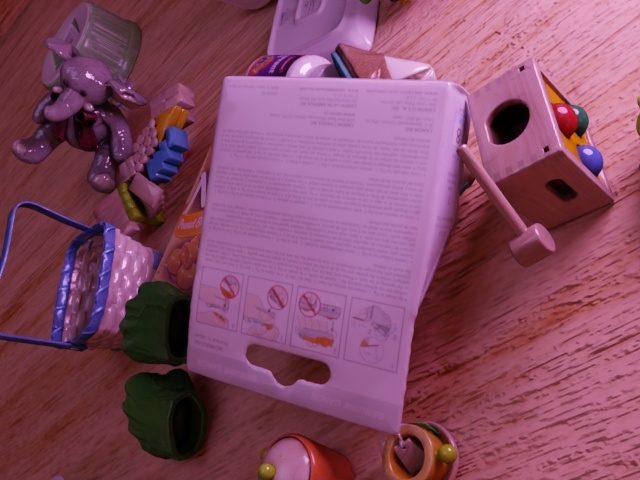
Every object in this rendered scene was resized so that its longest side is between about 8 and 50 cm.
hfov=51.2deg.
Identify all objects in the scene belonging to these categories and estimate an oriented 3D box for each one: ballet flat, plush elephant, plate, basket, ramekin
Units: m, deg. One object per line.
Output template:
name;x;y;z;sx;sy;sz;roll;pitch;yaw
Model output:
ballet flat;0.117;-0.173;0.912;0.124;0.116;0.342;-26;49;9
plush elephant;-0.555;-0.315;1.562;0.330;0.272;0.255;-59;-7;-19
plate;-0.005;-0.424;1.218;0.278;0.045;0.277;-11;63;44
basket;-0.446;0.086;1.222;0.201;0.289;0.255;-21;54;39
ramekin;-0.656;-0.520;1.886;0.303;0.148;0.303;-24;53;37

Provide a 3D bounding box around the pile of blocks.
pile of blocks;-0.324;-0.136;1.367;0.149;0.112;0.362;37;103;31

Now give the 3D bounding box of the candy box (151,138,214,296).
candy box;-0.154;-0.036;1.132;0.183;0.087;0.316;17;83;48

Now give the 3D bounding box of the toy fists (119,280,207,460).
toy fists;-0.248;0.202;1.050;0.142;0.096;0.279;2;96;40

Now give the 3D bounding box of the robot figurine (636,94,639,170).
robot figurine;0.352;-0.101;0.641;0.101;0.067;0.115;-33;48;20

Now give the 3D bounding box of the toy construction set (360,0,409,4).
toy construction set;0.113;-0.516;1.034;0.237;0.257;0.309;-43;22;41

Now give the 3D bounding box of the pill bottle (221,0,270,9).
pill bottle;-0.137;-0.654;1.388;0.169;0.169;0.302;2;71;48

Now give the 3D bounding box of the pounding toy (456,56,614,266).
pounding toy;0.223;-0.078;0.677;0.094;0.181;0.206;-29;51;34

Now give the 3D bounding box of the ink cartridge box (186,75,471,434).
ink cartridge box;0.000;0.000;0.809;0.308;0.091;0.385;9;94;29

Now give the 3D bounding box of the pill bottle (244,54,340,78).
pill bottle;-0.035;-0.253;1.107;0.193;0.108;0.108;19;84;50

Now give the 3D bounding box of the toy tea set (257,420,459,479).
toy tea set;0.045;0.288;0.714;0.336;0.124;0.200;-29;50;34

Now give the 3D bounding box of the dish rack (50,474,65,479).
dish rack;-0.435;0.593;1.105;0.333;0.072;0.285;33;96;50
